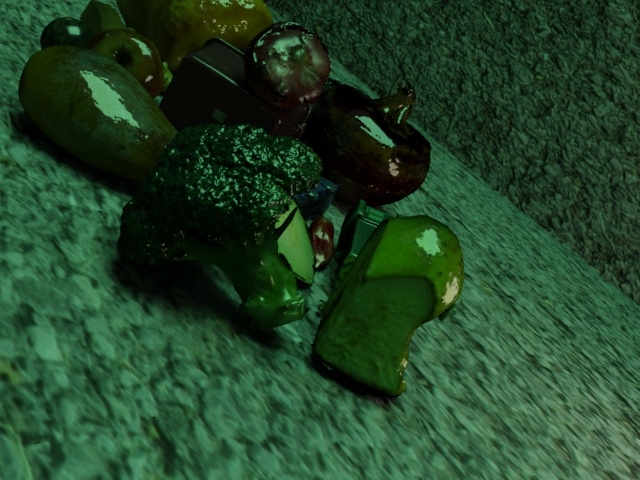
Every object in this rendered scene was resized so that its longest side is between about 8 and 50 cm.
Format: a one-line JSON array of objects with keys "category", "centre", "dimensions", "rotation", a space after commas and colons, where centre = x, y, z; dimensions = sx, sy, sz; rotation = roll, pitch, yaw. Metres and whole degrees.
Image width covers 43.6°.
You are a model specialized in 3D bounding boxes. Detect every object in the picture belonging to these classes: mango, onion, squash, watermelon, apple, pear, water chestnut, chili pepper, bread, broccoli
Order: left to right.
[{"category": "watermelon", "centre": [-0.501, -0.400, 1.605], "dimensions": [0.105, 0.105, 0.133], "rotation": [28, 36, -14]}, {"category": "mango", "centre": [-0.342, -0.194, 1.301], "dimensions": [0.316, 0.146, 0.193], "rotation": [37, 36, -8]}, {"category": "apple", "centre": [-0.384, -0.337, 1.563], "dimensions": [0.163, 0.146, 0.147], "rotation": [-2, -5, -3]}, {"category": "bread", "centre": [-0.306, -0.614, 2.073], "dimensions": [0.361, 0.250, 0.394], "rotation": [-18, 44, -23]}, {"category": "broccoli", "centre": [-0.132, -0.016, 1.106], "dimensions": [0.297, 0.298, 0.297], "rotation": [-35, 108, -70]}, {"category": "squash", "centre": [-0.079, 0.000, 1.361], "dimensions": [0.184, 0.085, 0.192], "rotation": [50, 25, -54]}, {"category": "onion", "centre": [-0.069, -0.344, 1.616], "dimensions": [0.184, 0.184, 0.147], "rotation": [32, -17, -2]}, {"category": "chili pepper", "centre": [0.000, 0.001, 1.510], "dimensions": [0.059, 0.050, 0.191], "rotation": [31, 31, -14]}, {"category": "water chestnut", "centre": [0.119, -0.248, 1.918], "dimensions": [0.350, 0.302, 0.350], "rotation": [28, 24, -14]}, {"category": "pear", "centre": [0.114, 0.075, 1.201], "dimensions": [0.164, 0.255, 0.238], "rotation": [30, 14, -4]}]

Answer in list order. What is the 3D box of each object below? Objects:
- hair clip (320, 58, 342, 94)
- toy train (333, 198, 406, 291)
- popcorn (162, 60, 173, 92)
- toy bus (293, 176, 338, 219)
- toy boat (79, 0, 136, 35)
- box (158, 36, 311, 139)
[{"category": "hair clip", "centre": [-0.066, -0.398, 2.115], "dimensions": [0.310, 0.206, 0.194], "rotation": [30, 38, -10]}, {"category": "toy train", "centre": [0.112, 0.041, 1.479], "dimensions": [0.178, 0.138, 0.330], "rotation": [22, 22, -2]}, {"category": "popcorn", "centre": [-0.376, -0.369, 1.825], "dimensions": [0.084, 0.084, 0.084], "rotation": [29, 19, -11]}, {"category": "toy bus", "centre": [-0.041, -0.090, 1.619], "dimensions": [0.094, 0.079, 0.236], "rotation": [36, 19, 11]}, {"category": "toy boat", "centre": [-0.488, -0.486, 1.878], "dimensions": [0.121, 0.089, 0.321], "rotation": [27, 17, -33]}, {"category": "box", "centre": [-0.187, -0.281, 1.701], "dimensions": [0.294, 0.193, 0.167], "rotation": [35, 24, 2]}]
